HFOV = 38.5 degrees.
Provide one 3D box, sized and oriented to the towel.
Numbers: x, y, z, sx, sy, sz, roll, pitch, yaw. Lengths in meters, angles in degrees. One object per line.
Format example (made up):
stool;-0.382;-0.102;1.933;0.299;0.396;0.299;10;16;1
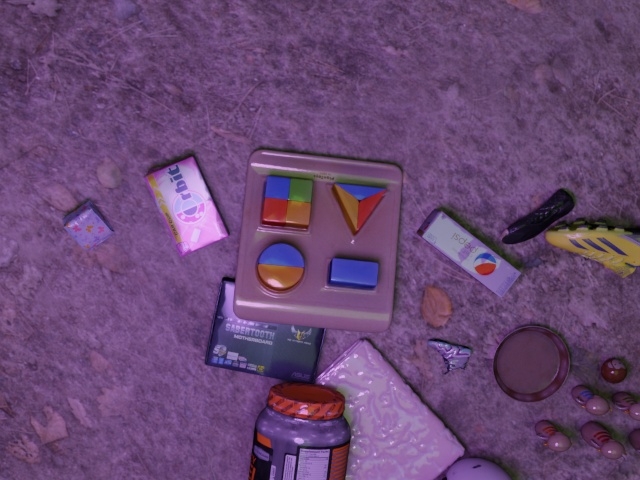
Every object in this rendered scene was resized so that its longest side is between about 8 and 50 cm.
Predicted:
towel;0.085;0.427;1.942;0.317;0.053;0.332;-42;97;2

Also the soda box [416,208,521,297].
soda box;0.306;0.026;1.899;0.216;0.074;0.069;38;93;-7

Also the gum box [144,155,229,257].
gum box;-0.271;-0.074;1.854;0.107;0.062;0.188;-24;98;-1

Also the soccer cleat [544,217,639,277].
soccer cleat;0.611;0.021;1.912;0.289;0.093;0.121;4;103;-4

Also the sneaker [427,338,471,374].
sneaker;0.267;0.250;1.940;0.098;0.038;0.069;16;95;-5

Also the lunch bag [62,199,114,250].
lunch bag;-0.469;-0.027;1.851;0.071;0.053;0.083;-36;123;0

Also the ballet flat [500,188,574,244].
ballet flat;0.452;-0.046;1.923;0.173;0.049;0.057;-31;140;1

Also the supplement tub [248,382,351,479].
supplement tub;-0.044;0.454;1.817;0.194;0.193;0.315;7;95;-5

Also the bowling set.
bowling set;0.602;0.356;1.917;0.287;0.154;0.199;4;97;-5

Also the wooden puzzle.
wooden puzzle;0.000;0.000;1.842;0.322;0.080;0.347;6;83;-5

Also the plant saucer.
plant saucer;0.447;0.263;1.959;0.169;0.029;0.168;0;96;-3

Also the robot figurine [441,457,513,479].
robot figurine;0.303;0.591;1.907;0.174;0.209;0.278;29;99;16

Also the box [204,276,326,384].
box;-0.109;0.187;1.897;0.233;0.059;0.183;12;94;-5
